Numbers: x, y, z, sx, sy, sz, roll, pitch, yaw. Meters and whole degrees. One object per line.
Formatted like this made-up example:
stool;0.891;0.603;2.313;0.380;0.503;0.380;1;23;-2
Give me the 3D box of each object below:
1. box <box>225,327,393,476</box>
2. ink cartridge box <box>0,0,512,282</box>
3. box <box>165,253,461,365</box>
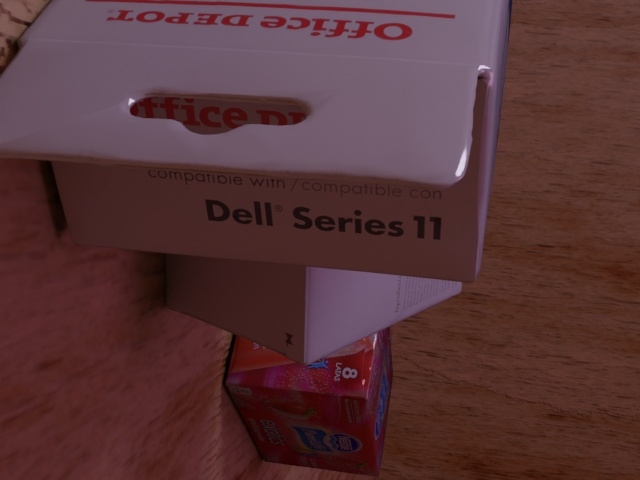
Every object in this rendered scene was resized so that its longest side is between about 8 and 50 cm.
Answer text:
box;-0.001;0.133;0.979;0.257;0.128;0.123;80;18;-62
ink cartridge box;-0.009;-0.096;0.518;0.353;0.207;0.119;-73;164;-48
box;0.000;0.000;0.684;0.170;0.130;0.091;-19;118;-46
